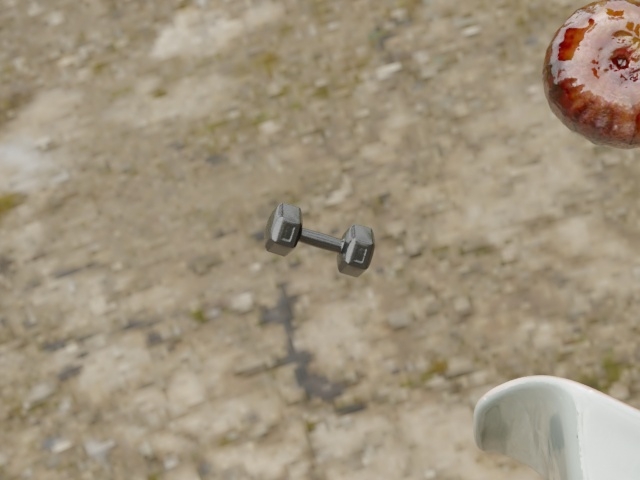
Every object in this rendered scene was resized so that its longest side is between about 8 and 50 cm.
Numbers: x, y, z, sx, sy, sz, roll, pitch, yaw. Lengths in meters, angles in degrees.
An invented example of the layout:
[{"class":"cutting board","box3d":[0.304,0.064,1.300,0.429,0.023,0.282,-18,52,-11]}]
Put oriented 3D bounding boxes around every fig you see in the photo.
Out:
[{"class":"fig","box3d":[0.235,-0.138,1.342,0.128,0.128,0.150,-27,23,-20]}]

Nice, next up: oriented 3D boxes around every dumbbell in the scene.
[{"class":"dumbbell","box3d":[0.000,0.000,1.249,0.083,0.040,0.036,16,64,-13]}]

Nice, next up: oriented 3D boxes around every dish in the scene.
[{"class":"dish","box3d":[0.175,0.154,0.828,0.234,0.154,0.064,27,69,20]}]
